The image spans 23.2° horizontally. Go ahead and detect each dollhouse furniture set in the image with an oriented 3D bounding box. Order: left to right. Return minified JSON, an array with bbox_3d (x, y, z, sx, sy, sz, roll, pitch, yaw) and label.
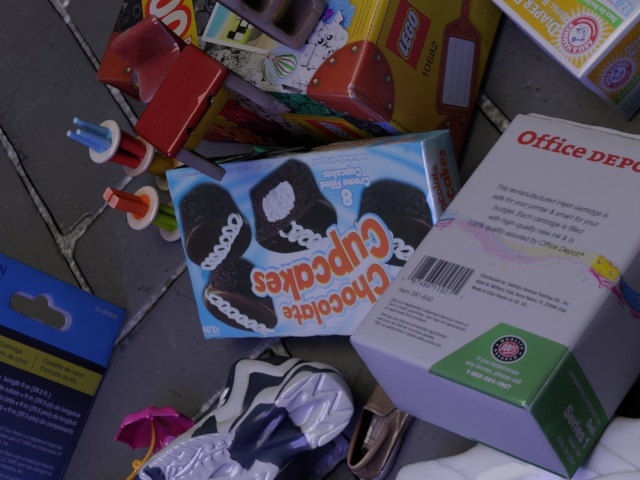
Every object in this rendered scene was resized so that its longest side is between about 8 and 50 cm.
[{"bbox_3d":[-0.098,-0.275,1.494,0.201,0.152,0.374,37,95,42],"label":"dollhouse furniture set"}]

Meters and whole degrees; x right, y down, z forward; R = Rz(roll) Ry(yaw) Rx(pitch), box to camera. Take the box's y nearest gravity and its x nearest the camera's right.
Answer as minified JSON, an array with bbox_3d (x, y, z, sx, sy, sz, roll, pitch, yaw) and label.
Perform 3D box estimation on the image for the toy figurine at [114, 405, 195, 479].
[{"bbox_3d":[-0.174,0.252,1.621,0.173,0.130,0.159,22,74,20],"label":"toy figurine"}]

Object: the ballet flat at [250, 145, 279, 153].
[{"bbox_3d":[0.007,-0.047,1.629,0.231,0.077,0.077,14,96,39],"label":"ballet flat"}]

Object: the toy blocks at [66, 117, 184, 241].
[{"bbox_3d":[-0.219,-0.073,1.760,0.054,0.148,0.123,-31,53,34],"label":"toy blocks"}]

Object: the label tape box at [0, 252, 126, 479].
[{"bbox_3d":[-0.390,0.189,1.711,0.115,0.249,0.347,14,79,41],"label":"label tape box"}]

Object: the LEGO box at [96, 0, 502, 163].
[{"bbox_3d":[0.021,-0.352,1.670,0.373,0.193,0.500,8,75,41],"label":"LEGO box"}]

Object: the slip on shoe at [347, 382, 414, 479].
[{"bbox_3d":[0.061,0.165,1.506,0.051,0.041,0.135,18,82,42],"label":"slip on shoe"}]

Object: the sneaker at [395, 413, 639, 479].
[{"bbox_3d":[0.201,0.205,1.355,0.297,0.111,0.129,-6,53,31],"label":"sneaker"}]

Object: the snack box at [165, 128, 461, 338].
[{"bbox_3d":[0.000,0.000,1.556,0.322,0.060,0.187,-5,103,37],"label":"snack box"}]

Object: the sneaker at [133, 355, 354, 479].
[{"bbox_3d":[-0.082,0.188,1.547,0.235,0.094,0.153,-38,11,1],"label":"sneaker"}]

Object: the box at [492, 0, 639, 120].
[{"bbox_3d":[0.250,-0.226,1.491,0.114,0.103,0.203,-48,49,10],"label":"box"}]

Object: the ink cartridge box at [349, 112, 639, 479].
[{"bbox_3d":[0.193,0.039,1.352,0.201,0.117,0.278,18,62,43],"label":"ink cartridge box"}]
